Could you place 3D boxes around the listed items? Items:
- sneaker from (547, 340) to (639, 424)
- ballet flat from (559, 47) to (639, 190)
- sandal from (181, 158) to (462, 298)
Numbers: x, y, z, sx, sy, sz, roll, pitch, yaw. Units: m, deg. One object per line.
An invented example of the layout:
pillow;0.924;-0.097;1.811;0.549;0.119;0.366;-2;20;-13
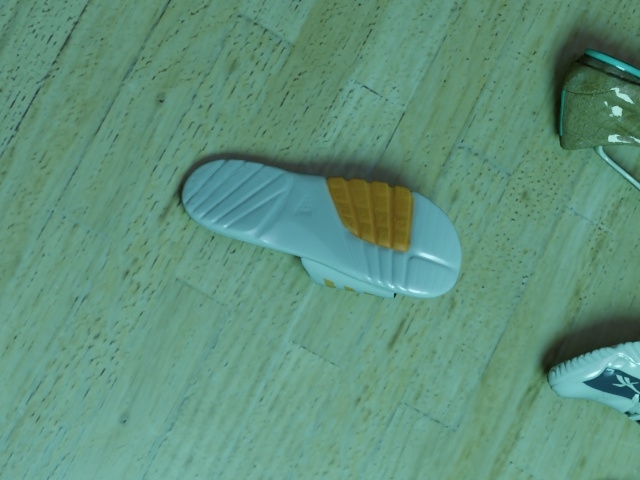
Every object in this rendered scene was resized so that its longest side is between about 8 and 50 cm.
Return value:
sneaker;0.336;0.176;1.583;0.235;0.094;0.153;-1;77;-26
ballet flat;0.386;-0.080;1.621;0.342;0.116;0.124;18;101;-13
sandal;0.003;-0.009;1.523;0.265;0.076;0.102;17;65;7
